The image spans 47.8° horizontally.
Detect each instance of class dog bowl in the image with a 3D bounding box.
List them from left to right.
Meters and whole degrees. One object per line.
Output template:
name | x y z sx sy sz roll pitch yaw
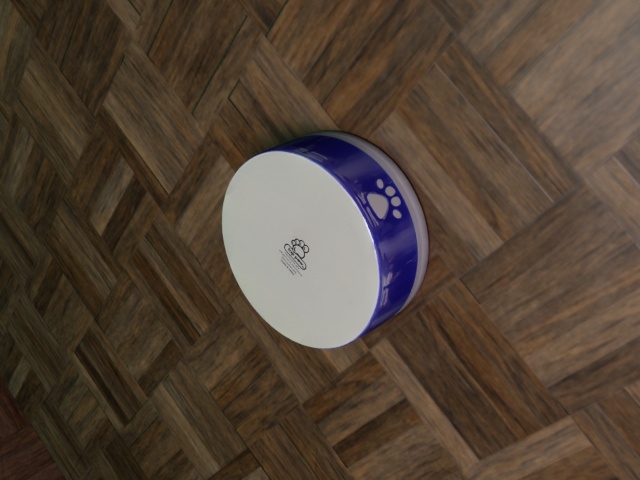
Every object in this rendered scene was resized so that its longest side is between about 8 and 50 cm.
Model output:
dog bowl | 0.000 0.000 0.922 0.265 0.104 0.264 19 121 35
